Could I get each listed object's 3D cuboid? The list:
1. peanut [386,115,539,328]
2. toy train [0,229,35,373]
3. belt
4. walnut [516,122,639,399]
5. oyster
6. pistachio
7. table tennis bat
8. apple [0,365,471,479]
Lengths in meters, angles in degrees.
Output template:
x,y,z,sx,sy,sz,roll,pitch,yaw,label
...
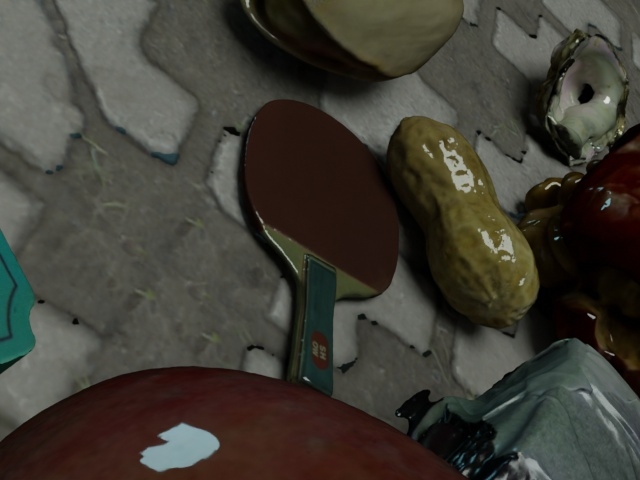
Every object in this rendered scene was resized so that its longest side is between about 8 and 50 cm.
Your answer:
x,y,z,sx,sy,sz,roll,pitch,yaw,label
0.111,-0.018,0.861,0.089,0.089,0.192,-5,62,-47,peanut
-0.227,0.006,0.488,0.154,0.107,0.198,-13,72,-57,toy train
0.104,0.163,0.642,0.164,0.184,0.289,51,33,5,belt
0.292,-0.001,0.949,0.244,0.221,0.269,32,40,26,walnut
0.283,-0.149,1.155,0.191,0.081,0.163,39,63,-40,oyster
0.035,-0.202,0.886,0.215,0.144,0.144,-15,73,-43,pistachio
0.000,0.000,0.785,0.154,0.021,0.274,30,42,-26,table tennis bat
-0.026,0.223,0.370,0.345,0.345,0.269,49,58,-5,apple
